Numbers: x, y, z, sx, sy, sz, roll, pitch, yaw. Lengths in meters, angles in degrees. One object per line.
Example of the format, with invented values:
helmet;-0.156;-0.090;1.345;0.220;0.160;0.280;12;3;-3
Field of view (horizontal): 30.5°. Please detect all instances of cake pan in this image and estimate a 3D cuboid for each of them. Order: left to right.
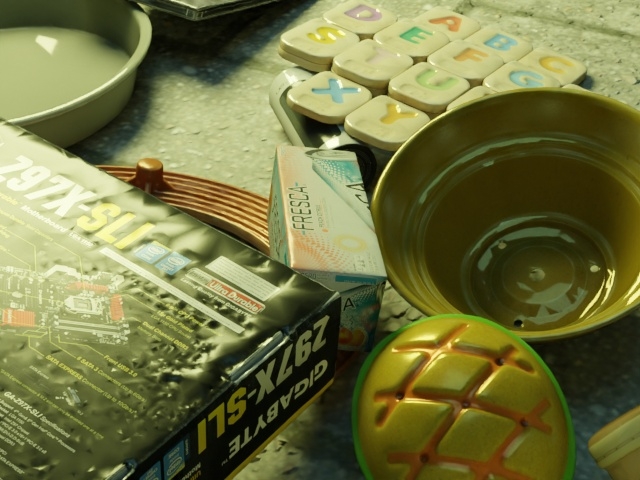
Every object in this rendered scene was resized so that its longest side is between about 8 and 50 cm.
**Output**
cake pan;-0.301;-0.161;1.096;0.293;0.054;0.293;-2;38;2

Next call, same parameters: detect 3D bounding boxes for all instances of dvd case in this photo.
dvd case;-0.121;-0.269;1.204;0.164;0.018;0.221;22;29;27

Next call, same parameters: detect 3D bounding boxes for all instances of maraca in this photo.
maraca;0.089;0.127;0.676;0.127;0.099;0.186;-20;64;-1

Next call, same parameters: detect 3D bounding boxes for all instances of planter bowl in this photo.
planter bowl;0.148;0.002;0.813;0.217;0.090;0.217;-8;50;9

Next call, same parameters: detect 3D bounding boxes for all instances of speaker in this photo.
speaker;0.000;-0.093;0.991;0.055;0.055;0.136;-13;40;-12

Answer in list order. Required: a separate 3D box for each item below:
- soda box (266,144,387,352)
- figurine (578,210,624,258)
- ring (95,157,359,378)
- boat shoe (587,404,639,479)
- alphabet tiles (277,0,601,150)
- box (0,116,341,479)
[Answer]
soda box;0.000;0.000;0.790;0.063;0.058;0.183;5;29;-9
figurine;0.326;-0.028;0.849;0.215;0.092;0.209;18;50;42
ring;-0.128;0.017;0.813;0.336;0.032;0.336;8;28;-4
boat shoe;0.319;0.106;0.657;0.341;0.122;0.110;-10;71;-13
alphabet tiles;0.110;-0.141;1.021;0.284;0.021;0.278;27;37;23
box;-0.192;0.052;0.639;0.322;0.079;0.257;26;41;25
